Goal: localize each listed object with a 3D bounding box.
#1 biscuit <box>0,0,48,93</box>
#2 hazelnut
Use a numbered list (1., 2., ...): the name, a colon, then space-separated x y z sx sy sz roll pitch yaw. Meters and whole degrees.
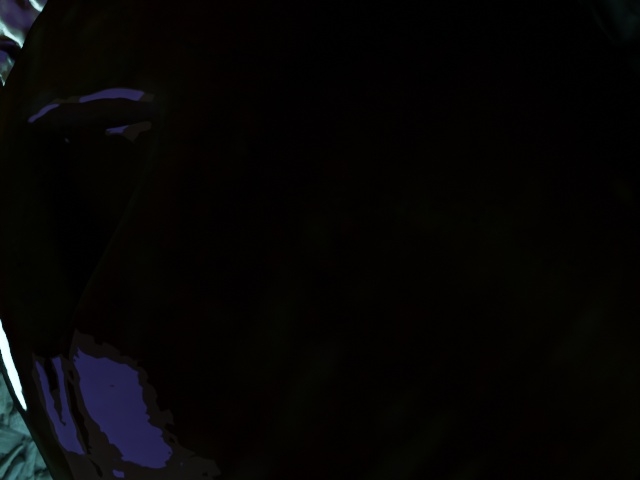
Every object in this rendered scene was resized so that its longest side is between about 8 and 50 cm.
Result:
1. biscuit: -0.285 -0.178 1.515 0.318 0.110 0.312 42 129 -3
2. hazelnut: 0.000 0.000 1.088 0.402 0.402 0.429 27 167 45
